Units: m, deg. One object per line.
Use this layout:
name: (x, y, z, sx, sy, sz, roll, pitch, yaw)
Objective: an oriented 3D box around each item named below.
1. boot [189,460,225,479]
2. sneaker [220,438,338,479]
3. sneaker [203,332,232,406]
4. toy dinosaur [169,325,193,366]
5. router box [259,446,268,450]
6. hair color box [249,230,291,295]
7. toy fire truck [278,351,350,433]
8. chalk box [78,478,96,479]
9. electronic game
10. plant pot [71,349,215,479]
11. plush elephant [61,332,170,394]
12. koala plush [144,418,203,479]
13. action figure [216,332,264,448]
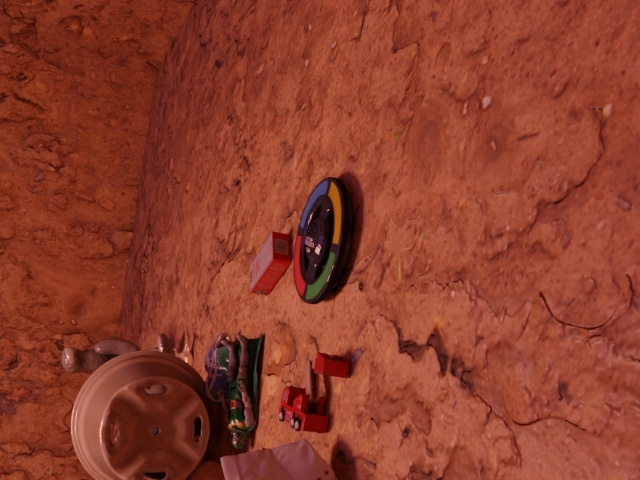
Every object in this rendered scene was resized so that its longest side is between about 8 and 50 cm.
boot: (-0.286, 0.617, 1.842, 0.211, 0.104, 0.295, 179, 100, -71)
sneaker: (-0.033, 0.403, 1.193, 0.292, 0.169, 0.108, -120, 20, -51)
sneaker: (-0.218, 0.291, 1.853, 0.081, 0.080, 0.211, -67, 28, 26)
toy dinosaur: (-0.384, 0.329, 2.338, 0.092, 0.053, 0.183, -2, 86, 54)
router box: (-0.133, 0.565, 1.345, 0.335, 0.082, 0.301, -53, 28, 13)
hair color box: (-0.107, 0.050, 1.732, 0.141, 0.043, 0.072, 128, 147, -49)
toy fire truck: (-0.016, 0.251, 1.387, 0.192, 0.047, 0.135, 177, 103, -70)
chalk box: (-0.659, 0.833, 2.446, 0.180, 0.288, 0.179, -104, 31, -48)
electronic game: (0.000, 0.000, 1.470, 0.229, 0.048, 0.229, -169, 90, -69)
plant pot: (-0.374, 0.403, 1.799, 0.305, 0.333, 0.334, 151, 127, -72)
plush elephant: (-0.539, 0.404, 2.400, 0.255, 0.330, 0.272, -16, 86, 52)
koala plush: (-0.369, 0.474, 2.041, 0.196, 0.203, 0.221, -7, 61, 68)
action figure: (-0.172, 0.319, 1.732, 0.137, 0.063, 0.232, -25, 59, 37)
